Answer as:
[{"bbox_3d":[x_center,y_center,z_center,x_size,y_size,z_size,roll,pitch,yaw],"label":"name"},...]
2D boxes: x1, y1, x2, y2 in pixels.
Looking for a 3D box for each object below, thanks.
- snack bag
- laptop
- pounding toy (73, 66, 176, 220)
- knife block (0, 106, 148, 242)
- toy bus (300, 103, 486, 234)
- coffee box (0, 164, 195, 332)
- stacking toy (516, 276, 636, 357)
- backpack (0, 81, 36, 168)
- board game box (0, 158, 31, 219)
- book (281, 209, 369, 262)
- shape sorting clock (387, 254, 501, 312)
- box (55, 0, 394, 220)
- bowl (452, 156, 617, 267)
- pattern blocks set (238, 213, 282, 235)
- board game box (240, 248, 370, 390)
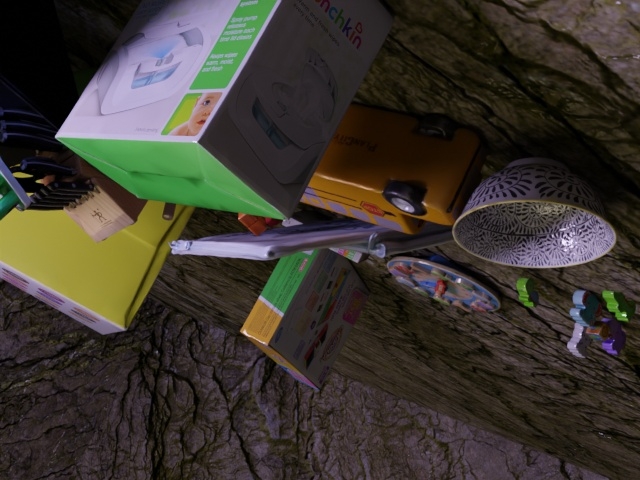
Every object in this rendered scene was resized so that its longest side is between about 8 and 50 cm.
[{"bbox_3d":[0.000,0.000,1.138,0.343,0.037,0.323,-8,-174,-32],"label":"snack bag"},{"bbox_3d":[-0.471,-0.299,0.872,0.408,0.236,0.382,11,164,17],"label":"laptop"},{"bbox_3d":[-0.254,-0.172,1.182,0.110,0.183,0.237,-25,131,29],"label":"pounding toy"},{"bbox_3d":[-0.357,-0.132,1.187,0.088,0.275,0.242,-24,118,29],"label":"knife block"},{"bbox_3d":[0.037,-0.096,0.986,0.333,0.108,0.130,18,162,31],"label":"toy bus"},{"bbox_3d":[-0.438,-0.056,1.471,0.338,0.338,0.334,32,163,-15],"label":"coffee box"},{"bbox_3d":[0.407,0.116,1.174,0.221,0.052,0.167,40,159,-32],"label":"stacking toy"},{"bbox_3d":[-0.512,-0.245,1.190,0.253,0.191,0.225,61,159,14],"label":"backpack"},{"bbox_3d":[-0.572,-0.212,0.974,0.390,0.050,0.390,22,149,32],"label":"board game box"},{"bbox_3d":[0.014,-0.009,1.374,0.144,0.035,0.096,27,-167,11],"label":"book"},{"bbox_3d":[0.210,0.078,1.385,0.206,0.040,0.206,26,165,8],"label":"shape sorting clock"},{"bbox_3d":[-0.096,-0.155,0.786,0.262,0.231,0.127,11,158,47],"label":"box"},{"bbox_3d":[0.230,-0.038,0.870,0.170,0.080,0.170,7,157,3],"label":"bowl"},{"bbox_3d":[-0.153,-0.128,1.102,0.285,0.026,0.325,54,-172,4],"label":"pattern blocks set"},{"bbox_3d":[-0.018,0.137,1.578,0.064,0.242,0.316,21,163,26],"label":"board game box"}]
